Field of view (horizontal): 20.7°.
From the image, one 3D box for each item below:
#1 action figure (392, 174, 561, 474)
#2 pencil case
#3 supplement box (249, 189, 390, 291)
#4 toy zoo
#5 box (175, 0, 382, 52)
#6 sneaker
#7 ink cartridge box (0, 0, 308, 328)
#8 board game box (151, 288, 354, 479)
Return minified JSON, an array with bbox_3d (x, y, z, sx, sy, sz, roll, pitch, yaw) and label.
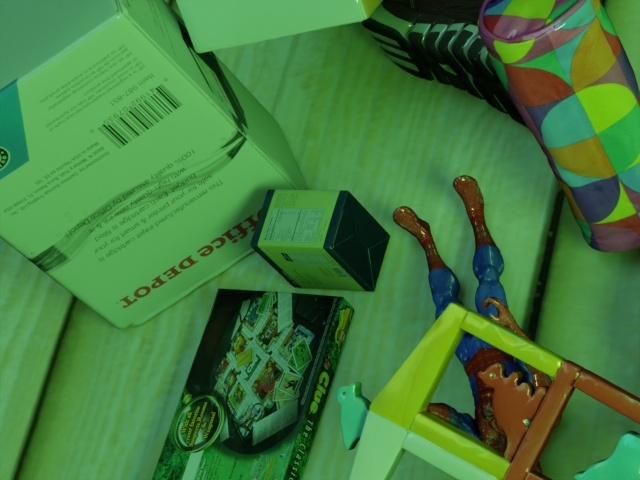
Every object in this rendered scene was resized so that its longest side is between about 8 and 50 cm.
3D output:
[{"bbox_3d":[0.110,0.061,1.362,0.091,0.139,0.280,-29,53,16],"label":"action figure"},{"bbox_3d":[0.203,-0.101,1.335,0.104,0.236,0.104,-21,33,14],"label":"pencil case"},{"bbox_3d":[0.000,0.000,1.499,0.083,0.083,0.056,2,63,33],"label":"supplement box"},{"bbox_3d":[0.139,0.173,1.228,0.293,0.030,0.192,28,95,15],"label":"toy zoo"},{"bbox_3d":[-0.010,-0.341,1.535,0.168,0.215,0.345,-8,27,26],"label":"box"},{"bbox_3d":[0.172,-0.199,1.503,0.281,0.106,0.162,30,77,42],"label":"sneaker"},{"bbox_3d":[-0.185,-0.087,1.524,0.223,0.307,0.129,-33,47,12],"label":"ink cartridge box"},{"bbox_3d":[-0.068,0.164,1.478,0.136,0.030,0.260,5,65,32],"label":"board game box"}]
